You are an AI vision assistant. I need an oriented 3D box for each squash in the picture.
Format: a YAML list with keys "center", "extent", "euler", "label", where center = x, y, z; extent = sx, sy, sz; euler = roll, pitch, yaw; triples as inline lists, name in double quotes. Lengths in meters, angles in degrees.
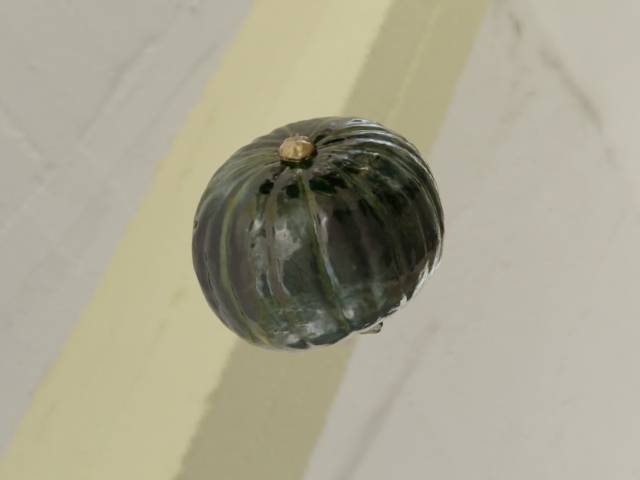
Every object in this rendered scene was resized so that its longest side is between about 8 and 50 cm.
- center: [-0.003, -0.005, 1.272]
  extent: [0.218, 0.218, 0.172]
  euler: [-49, -33, -50]
  label: "squash"
